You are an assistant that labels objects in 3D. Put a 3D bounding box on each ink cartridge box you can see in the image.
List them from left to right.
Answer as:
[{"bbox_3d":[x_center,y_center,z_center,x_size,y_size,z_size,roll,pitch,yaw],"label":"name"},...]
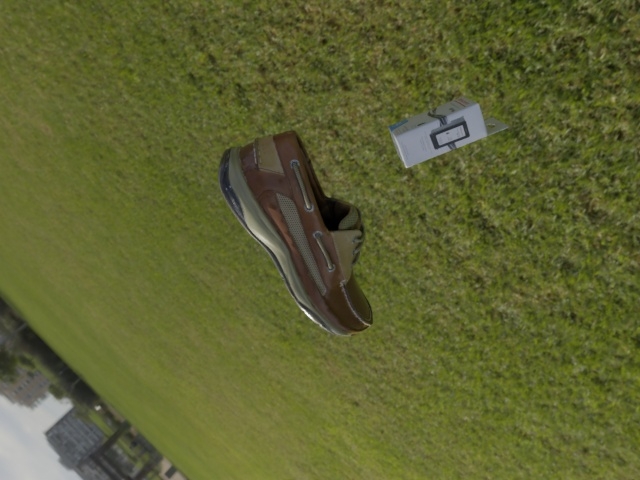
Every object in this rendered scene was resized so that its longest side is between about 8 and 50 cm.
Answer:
[{"bbox_3d":[0.099,-0.090,0.432,0.048,0.083,0.028,-91,-21,-69],"label":"ink cartridge box"}]

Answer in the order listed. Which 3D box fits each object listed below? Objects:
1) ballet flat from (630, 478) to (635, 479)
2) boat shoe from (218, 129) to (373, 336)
[{"bbox_3d":[0.491,0.506,0.915,0.077,0.077,0.231,48,121,46],"label":"ballet flat"},{"bbox_3d":[0.000,0.000,0.709,0.324,0.119,0.123,55,-164,-34],"label":"boat shoe"}]
